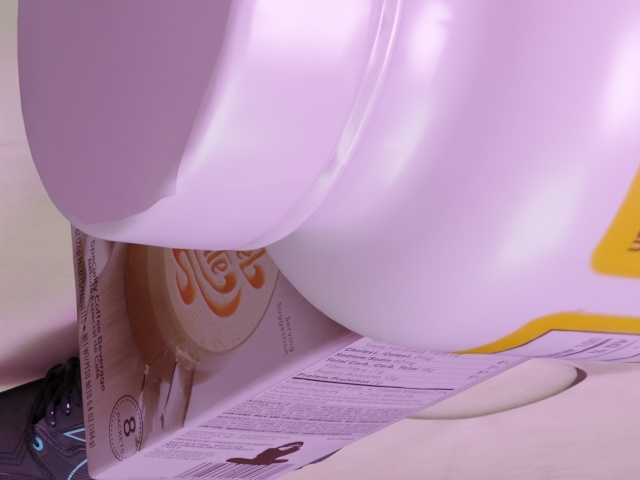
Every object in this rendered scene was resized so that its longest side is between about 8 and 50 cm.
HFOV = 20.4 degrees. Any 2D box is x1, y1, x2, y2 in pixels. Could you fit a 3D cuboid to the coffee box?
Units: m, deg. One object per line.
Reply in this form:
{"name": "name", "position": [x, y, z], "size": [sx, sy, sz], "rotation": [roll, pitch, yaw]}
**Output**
{"name": "coffee box", "position": [0.000, 0.000, 0.718], "size": [0.098, 0.141, 0.246], "rotation": [8, 154, -35]}

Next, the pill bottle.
{"name": "pill bottle", "position": [0.092, -0.058, 0.523], "size": [0.334, 0.188, 0.188], "rotation": [5, 156, -31]}

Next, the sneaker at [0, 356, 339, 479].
{"name": "sneaker", "position": [-0.108, 0.082, 1.003], "size": [0.267, 0.101, 0.106], "rotation": [-15, 137, 21]}
